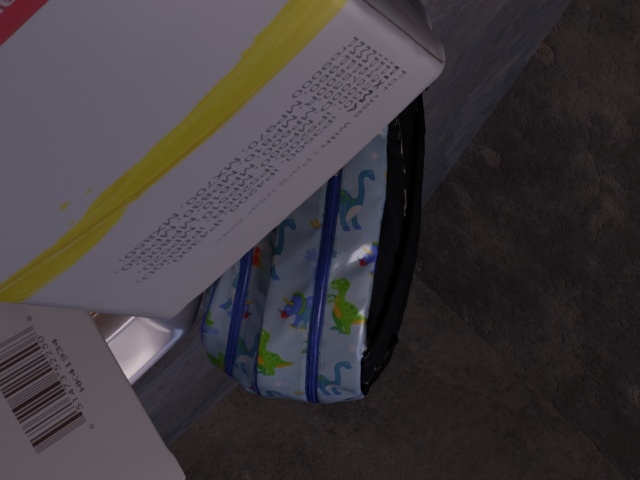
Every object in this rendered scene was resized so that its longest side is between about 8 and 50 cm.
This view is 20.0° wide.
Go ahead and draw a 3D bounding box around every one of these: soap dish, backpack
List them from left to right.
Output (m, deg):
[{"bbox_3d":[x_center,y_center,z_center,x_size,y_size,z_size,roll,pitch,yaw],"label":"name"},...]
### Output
[{"bbox_3d":[-0.229,0.076,1.833,0.229,0.118,0.291,-43,172,-19],"label":"soap dish"},{"bbox_3d":[0.000,0.000,1.938,0.273,0.355,0.290,-5,164,-4],"label":"backpack"}]

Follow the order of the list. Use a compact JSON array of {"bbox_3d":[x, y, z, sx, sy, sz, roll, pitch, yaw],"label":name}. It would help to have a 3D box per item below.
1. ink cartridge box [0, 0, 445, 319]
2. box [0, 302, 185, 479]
[{"bbox_3d":[-0.139,-0.130,0.548,0.160,0.279,0.385,-43,165,9],"label":"ink cartridge box"},{"bbox_3d":[-0.298,0.152,1.175,0.345,0.215,0.168,-27,-176,32],"label":"box"}]
